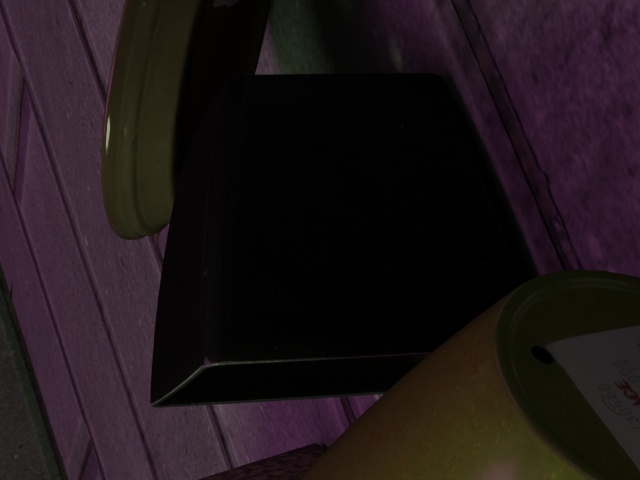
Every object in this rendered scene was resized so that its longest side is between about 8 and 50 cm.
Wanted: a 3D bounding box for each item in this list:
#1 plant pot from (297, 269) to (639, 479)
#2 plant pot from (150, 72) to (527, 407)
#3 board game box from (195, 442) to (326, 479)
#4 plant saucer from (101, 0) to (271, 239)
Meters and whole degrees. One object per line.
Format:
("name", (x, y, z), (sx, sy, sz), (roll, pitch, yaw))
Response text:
("plant pot", (0.087, 0.162, 0.713), (0.275, 0.275, 0.293), (59, 141, 39))
("plant pot", (0.000, 0.000, 0.927), (0.187, 0.188, 0.167), (138, 127, -70))
("board game box", (0.003, 0.333, 1.231), (0.232, 0.141, 0.291), (-167, 63, -70))
("plant saucer", (-0.077, -0.131, 1.038), (0.278, 0.041, 0.278), (15, -90, -82))
